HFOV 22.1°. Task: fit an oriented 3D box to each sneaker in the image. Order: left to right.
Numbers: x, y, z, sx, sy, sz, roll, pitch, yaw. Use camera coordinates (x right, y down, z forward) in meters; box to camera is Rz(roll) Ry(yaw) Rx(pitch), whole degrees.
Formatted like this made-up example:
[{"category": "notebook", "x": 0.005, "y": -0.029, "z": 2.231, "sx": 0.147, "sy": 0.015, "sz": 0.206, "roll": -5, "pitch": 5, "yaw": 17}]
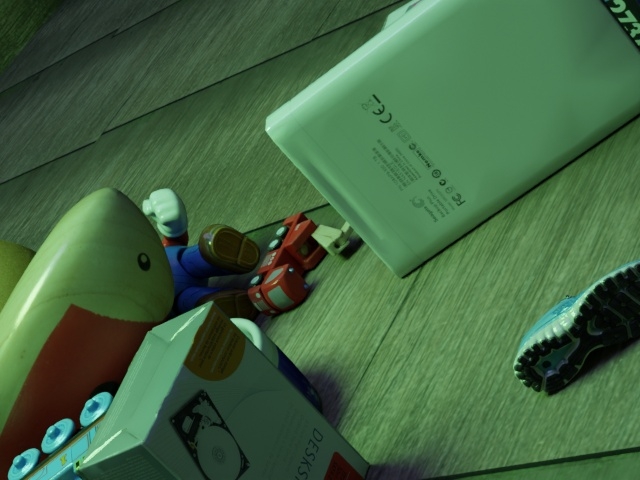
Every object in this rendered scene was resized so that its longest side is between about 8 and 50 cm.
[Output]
[{"category": "sneaker", "x": 0.233, "y": 0.061, "z": 1.432, "sx": 0.162, "sy": 0.063, "sz": 0.073, "roll": -35, "pitch": 19, "yaw": 16}]

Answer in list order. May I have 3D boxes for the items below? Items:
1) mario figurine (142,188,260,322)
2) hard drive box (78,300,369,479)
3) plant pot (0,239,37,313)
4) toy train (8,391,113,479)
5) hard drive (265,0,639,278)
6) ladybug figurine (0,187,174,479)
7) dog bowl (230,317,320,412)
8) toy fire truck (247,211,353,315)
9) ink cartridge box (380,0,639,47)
[{"category": "mario figurine", "x": -0.222, "y": 0.059, "z": 2.071, "sx": 0.320, "sy": 0.170, "sz": 0.198, "roll": -9, "pitch": 41, "yaw": 52}, {"category": "hard drive box", "x": -0.080, "y": 0.202, "z": 1.471, "sx": 0.089, "sy": 0.232, "sz": 0.181, "roll": -25, "pitch": 28, "yaw": 36}, {"category": "plant pot", "x": -0.459, "y": 0.166, "z": 2.239, "sx": 0.237, "sy": 0.237, "sz": 0.254, "roll": -35, "pitch": 38, "yaw": 17}, {"category": "toy train", "x": -0.240, "y": 0.228, "z": 1.623, "sx": 0.184, "sy": 0.080, "sz": 0.105, "roll": -38, "pitch": 28, "yaw": 11}, {"category": "hard drive", "x": 0.152, "y": -0.142, "z": 1.714, "sx": 0.353, "sy": 0.233, "sz": 0.047, "roll": -35, "pitch": 23, "yaw": 17}, {"category": "ladybug figurine", "x": -0.309, "y": 0.154, "z": 1.932, "sx": 0.449, "sy": 0.162, "sz": 0.305, "roll": -59, "pitch": 1, "yaw": 17}, {"category": "dog bowl", "x": -0.130, "y": 0.211, "z": 1.712, "sx": 0.265, "sy": 0.104, "sz": 0.265, "roll": -36, "pitch": 23, "yaw": 18}, {"category": "toy fire truck", "x": 0.000, "y": 0.000, "z": 1.961, "sx": 0.135, "sy": 0.047, "sz": 0.192, "roll": -21, "pitch": 31, "yaw": 40}, {"category": "ink cartridge box", "x": 0.259, "y": -0.253, "z": 1.817, "sx": 0.371, "sy": 0.176, "sz": 0.069, "roll": -28, "pitch": 26, "yaw": 33}]
